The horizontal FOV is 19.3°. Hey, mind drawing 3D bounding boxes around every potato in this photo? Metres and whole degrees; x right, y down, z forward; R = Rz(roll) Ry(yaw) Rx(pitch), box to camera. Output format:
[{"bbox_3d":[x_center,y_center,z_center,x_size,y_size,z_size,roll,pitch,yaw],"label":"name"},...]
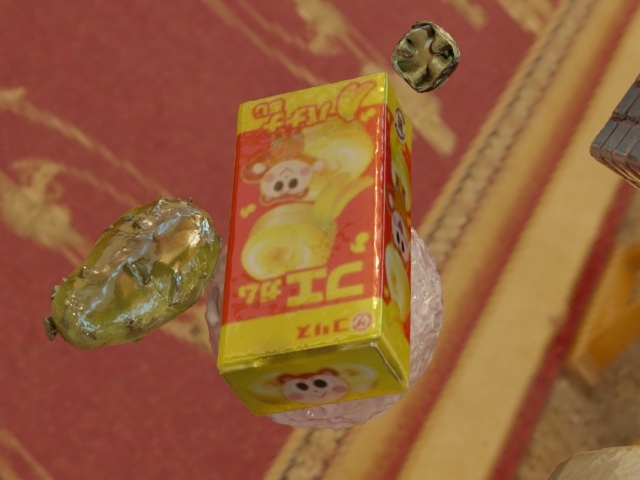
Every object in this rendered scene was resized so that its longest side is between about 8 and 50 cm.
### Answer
[{"bbox_3d":[-0.178,0.034,1.827,0.117,0.090,0.225,24,42,19],"label":"potato"}]

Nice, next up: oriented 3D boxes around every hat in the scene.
[{"bbox_3d":[0.132,-0.225,2.297,0.076,0.077,0.059,45,17,5],"label":"hat"}]

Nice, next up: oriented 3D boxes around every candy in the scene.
[{"bbox_3d":[0.000,0.000,1.563,0.088,0.146,0.276,58,27,-49],"label":"candy"}]

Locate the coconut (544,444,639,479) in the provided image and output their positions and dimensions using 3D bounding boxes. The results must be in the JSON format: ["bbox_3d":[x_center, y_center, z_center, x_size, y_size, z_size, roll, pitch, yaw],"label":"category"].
[{"bbox_3d":[0.258,0.311,1.349,0.323,0.323,0.323,29,38,-26],"label":"coconut"}]

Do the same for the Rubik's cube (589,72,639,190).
[{"bbox_3d":[0.462,-0.110,1.960,0.238,0.237,0.237,36,2,-15],"label":"Rubik's cube"}]

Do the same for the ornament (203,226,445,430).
[{"bbox_3d":[0.004,0.080,1.999,0.259,0.225,0.259,-1,53,1],"label":"ornament"}]
